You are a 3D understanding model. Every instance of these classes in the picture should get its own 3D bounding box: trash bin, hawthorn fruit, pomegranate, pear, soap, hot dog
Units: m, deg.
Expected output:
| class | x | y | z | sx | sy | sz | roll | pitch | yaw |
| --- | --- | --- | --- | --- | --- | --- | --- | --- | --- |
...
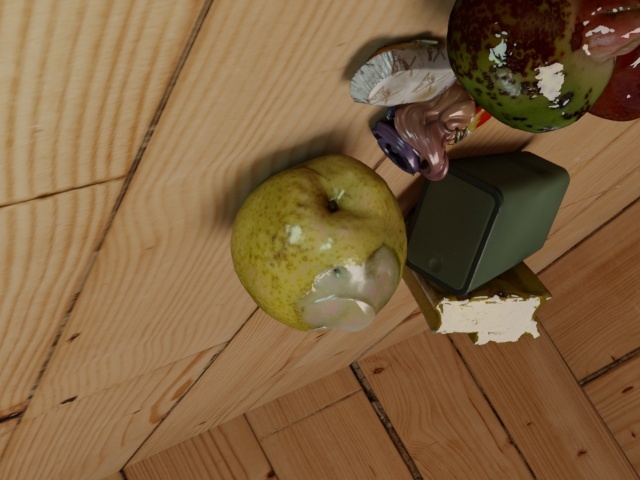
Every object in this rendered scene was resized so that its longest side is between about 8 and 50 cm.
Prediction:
| class | x | y | z | sx | sy | sz | roll | pitch | yaw |
| --- | --- | --- | --- | --- | --- | --- | --- | --- | --- |
| trash bin | 0.341 | -0.047 | 1.685 | 0.343 | 0.158 | 0.223 | -14 | 128 | -48 |
| hawthorn fruit | 0.392 | -0.277 | 1.145 | 0.248 | 0.208 | 0.208 | 22 | 130 | -41 |
| pomegranate | 0.265 | -0.229 | 0.952 | 0.214 | 0.214 | 0.247 | -16 | -169 | -41 |
| pear | 0.000 | 0.000 | 1.229 | 0.271 | 0.271 | 0.271 | -28 | 164 | -9 |
| soap | 0.304 | 0.082 | 1.801 | 0.259 | 0.281 | 0.143 | 1 | 123 | -15 |
| hot dog | 0.110 | -0.210 | 1.079 | 0.192 | 0.053 | 0.099 | -18 | 162 | -45 |

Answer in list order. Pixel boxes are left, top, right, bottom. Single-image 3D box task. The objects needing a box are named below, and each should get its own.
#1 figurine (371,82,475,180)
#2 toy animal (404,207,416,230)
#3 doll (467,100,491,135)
| class | x | y | z | sx | sy | sz | roll | pitch | yaw |
| --- | --- | --- | --- | --- | --- | --- | --- | --- | --- |
| figurine | 0.159 | -0.158 | 1.219 | 0.157 | 0.126 | 0.114 | -33 | -164 | 13 |
| toy animal | 0.252 | -0.053 | 1.806 | 0.086 | 0.069 | 0.219 | -19 | 169 | 34 |
| doll | 0.221 | -0.193 | 1.325 | 0.169 | 0.057 | 0.109 | -33 | -166 | 50 |
